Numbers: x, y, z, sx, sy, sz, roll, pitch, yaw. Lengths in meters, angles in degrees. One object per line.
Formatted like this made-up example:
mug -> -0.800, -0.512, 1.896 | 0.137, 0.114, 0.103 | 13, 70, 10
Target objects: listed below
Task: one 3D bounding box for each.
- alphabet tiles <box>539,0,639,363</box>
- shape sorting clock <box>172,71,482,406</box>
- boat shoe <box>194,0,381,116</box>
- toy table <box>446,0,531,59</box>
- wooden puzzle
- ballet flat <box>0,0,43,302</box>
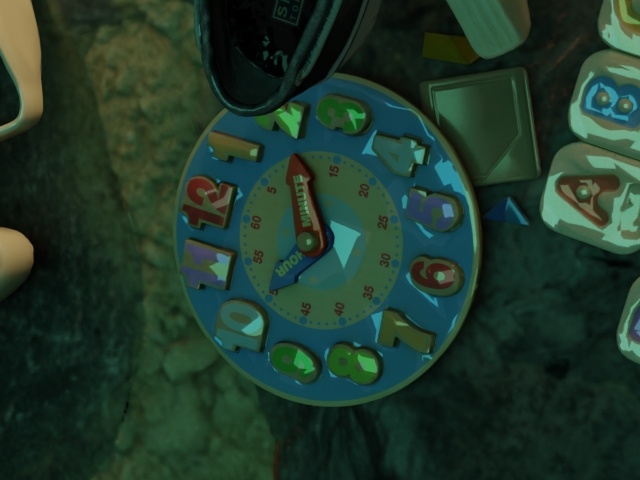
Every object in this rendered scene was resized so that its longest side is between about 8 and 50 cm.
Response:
alphabet tiles -> 0.270, -0.044, 1.111 | 0.278, 0.021, 0.284 | 21, 104, 20
shape sorting clock -> 0.000, 0.000, 1.213 | 0.206, 0.040, 0.206 | 3, 97, 28
boat shoe -> -0.008, -0.201, 0.960 | 0.108, 0.102, 0.301 | 21, 122, 12
toy table -> 0.057, -0.232, 1.074 | 0.274, 0.161, 0.252 | -37, 97, 33
wooden puzzle -> 0.096, -0.067, 1.187 | 0.078, 0.014, 0.116 | 1, 96, 27
ballet flat -> -0.269, -0.062, 1.275 | 0.182, 0.164, 0.483 | 2, 95, 7
